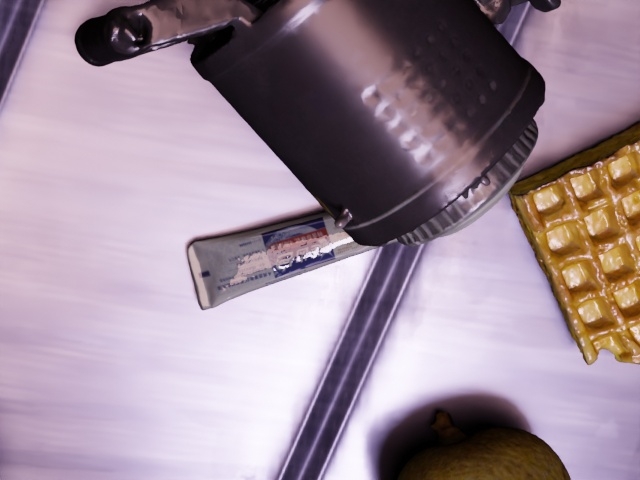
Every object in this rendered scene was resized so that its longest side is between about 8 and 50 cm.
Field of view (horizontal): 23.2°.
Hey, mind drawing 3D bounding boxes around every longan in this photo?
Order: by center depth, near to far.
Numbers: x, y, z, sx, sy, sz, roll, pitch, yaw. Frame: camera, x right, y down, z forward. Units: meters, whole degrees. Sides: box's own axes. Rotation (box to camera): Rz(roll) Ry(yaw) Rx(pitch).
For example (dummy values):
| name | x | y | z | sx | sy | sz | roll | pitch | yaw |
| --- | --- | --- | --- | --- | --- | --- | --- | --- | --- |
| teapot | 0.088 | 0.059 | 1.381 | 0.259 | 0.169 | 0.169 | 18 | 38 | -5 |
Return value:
| name | x | y | z | sx | sy | sz | roll | pitch | yaw |
| --- | --- | --- | --- | --- | --- | --- | --- | --- | --- |
| longan | 0.139 | 0.225 | 1.368 | 0.155 | 0.145 | 0.176 | 1 | 59 | -31 |

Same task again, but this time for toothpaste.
| name | x | y | z | sx | sy | sz | roll | pitch | yaw |
| --- | --- | --- | --- | --- | --- | --- | --- | --- | --- |
| toothpaste | 0.000 | 0.000 | 1.349 | 0.233 | 0.038 | 0.060 | -17 | 99 | -2 |

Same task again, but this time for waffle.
| name | x | y | z | sx | sy | sz | roll | pitch | yaw |
| --- | --- | --- | --- | --- | --- | --- | --- | --- | --- |
| waffle | 0.279 | 0.015 | 1.384 | 0.160 | 0.055 | 0.211 | -26 | 103 | -2 |

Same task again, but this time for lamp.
| name | x | y | z | sx | sy | sz | roll | pitch | yaw |
| --- | --- | --- | --- | --- | --- | --- | --- | --- | --- |
| lamp | 0.035 | -0.122 | 1.239 | 0.374 | 0.205 | 0.272 | -26 | 100 | -14 |
